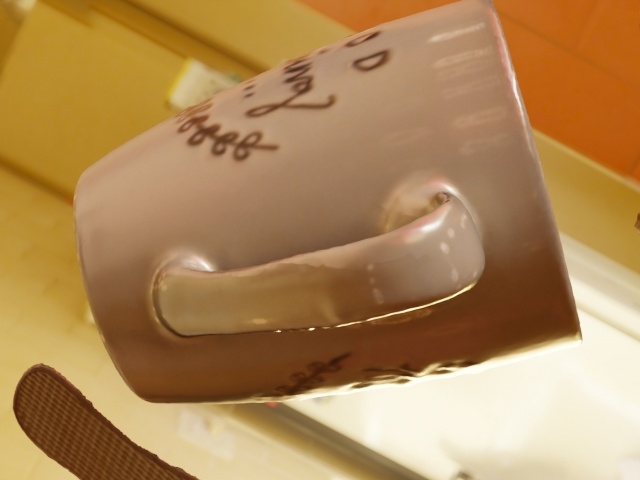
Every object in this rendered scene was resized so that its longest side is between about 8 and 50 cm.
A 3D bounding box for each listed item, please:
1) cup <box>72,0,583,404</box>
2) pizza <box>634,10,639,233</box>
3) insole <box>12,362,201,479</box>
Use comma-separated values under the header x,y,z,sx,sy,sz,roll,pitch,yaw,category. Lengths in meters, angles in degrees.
x,y,z,sx,sy,sz,roll,pitch,yaw,category
0.000,0.000,0.699,0.258,0.234,0.186,-74,-33,-80,cup
0.201,-0.005,0.310,0.114,0.278,0.409,13,-90,-68,pizza
-0.122,0.175,0.966,0.005,0.253,0.086,-22,-38,-57,insole
